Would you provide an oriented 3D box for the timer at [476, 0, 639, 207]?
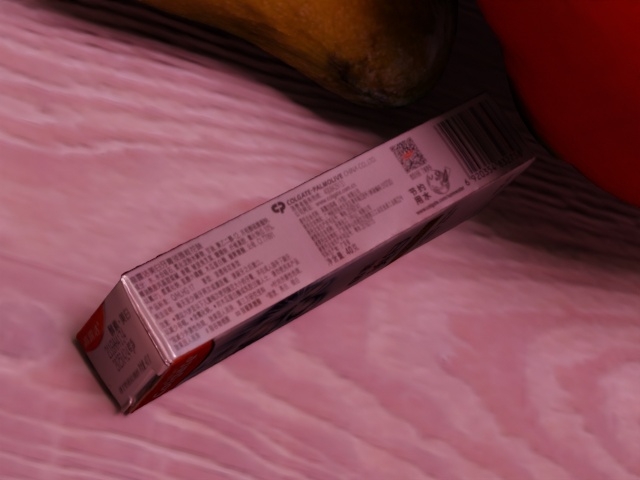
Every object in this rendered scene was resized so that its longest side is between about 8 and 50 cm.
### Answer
[{"bbox_3d":[0.196,-0.196,0.705,0.378,0.279,0.378,30,51,-47],"label":"timer"}]

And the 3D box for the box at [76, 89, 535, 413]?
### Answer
[{"bbox_3d":[0.000,0.000,0.675,0.218,0.055,0.039,-29,79,-37],"label":"box"}]

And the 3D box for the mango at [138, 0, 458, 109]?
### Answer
[{"bbox_3d":[-0.054,-0.184,0.694,0.316,0.146,0.192,40,55,-16],"label":"mango"}]
